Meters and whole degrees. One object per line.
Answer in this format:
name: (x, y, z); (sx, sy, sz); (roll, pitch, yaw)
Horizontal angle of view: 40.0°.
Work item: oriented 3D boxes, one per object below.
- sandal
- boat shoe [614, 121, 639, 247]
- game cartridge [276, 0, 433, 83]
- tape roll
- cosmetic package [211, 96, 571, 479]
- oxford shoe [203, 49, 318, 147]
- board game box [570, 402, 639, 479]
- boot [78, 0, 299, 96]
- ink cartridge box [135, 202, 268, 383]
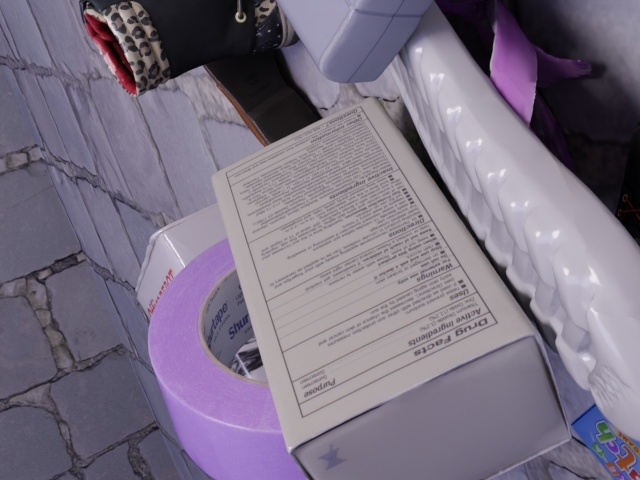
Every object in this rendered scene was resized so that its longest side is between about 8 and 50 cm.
sandal: (0.127, -0.065, 0.549); (0.169, 0.102, 0.416); (64, -178, -54)
boat shoe: (0.202, -0.014, 0.528); (0.049, 0.042, 0.133); (33, 142, 52)
game cartridge: (0.032, -0.245, 0.474); (0.196, 0.060, 0.294); (59, 142, 35)
tape roll: (-0.005, 0.089, 0.766); (0.275, 0.275, 0.090); (37, 147, 45)
cosmetic package: (0.033, 0.034, 0.636); (0.309, 0.160, 0.113); (-112, -5, -52)
oxford shoe: (-0.076, -0.164, 0.900); (0.212, 0.076, 0.076); (61, 167, 5)
board game box: (0.264, 0.141, 0.569); (0.160, 0.039, 0.211); (53, 154, 20)
boot: (-0.138, -0.256, 0.784); (0.236, 0.179, 0.085); (63, 157, -4)
ink cartridge box: (-0.051, 0.161, 1.074); (0.395, 0.166, 0.285); (58, 156, 7)
